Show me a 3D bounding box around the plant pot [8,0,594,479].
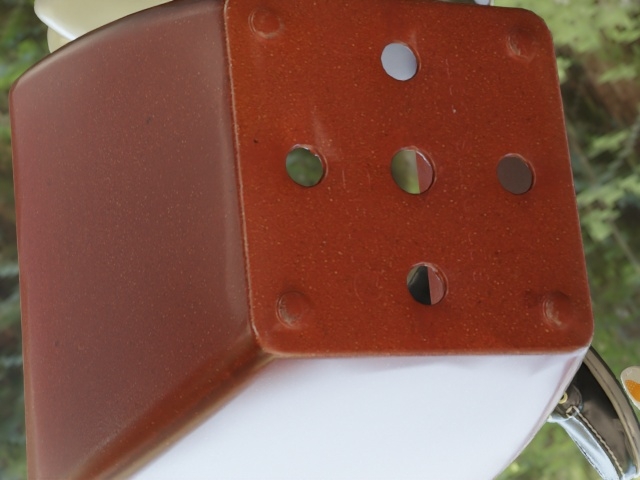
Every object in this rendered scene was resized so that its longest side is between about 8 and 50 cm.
[{"bbox_3d":[0.000,0.000,0.904,0.267,0.267,0.235,2,163,-25],"label":"plant pot"}]

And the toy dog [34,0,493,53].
[{"bbox_3d":[-0.044,-0.257,1.539,0.284,0.407,0.396,-46,152,-79],"label":"toy dog"}]

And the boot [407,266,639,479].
[{"bbox_3d":[0.189,0.195,2.013,0.284,0.377,0.138,-39,-168,-15],"label":"boot"}]

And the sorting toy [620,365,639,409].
[{"bbox_3d":[0.293,0.116,1.344,0.083,0.045,0.075,4,159,-24],"label":"sorting toy"}]
